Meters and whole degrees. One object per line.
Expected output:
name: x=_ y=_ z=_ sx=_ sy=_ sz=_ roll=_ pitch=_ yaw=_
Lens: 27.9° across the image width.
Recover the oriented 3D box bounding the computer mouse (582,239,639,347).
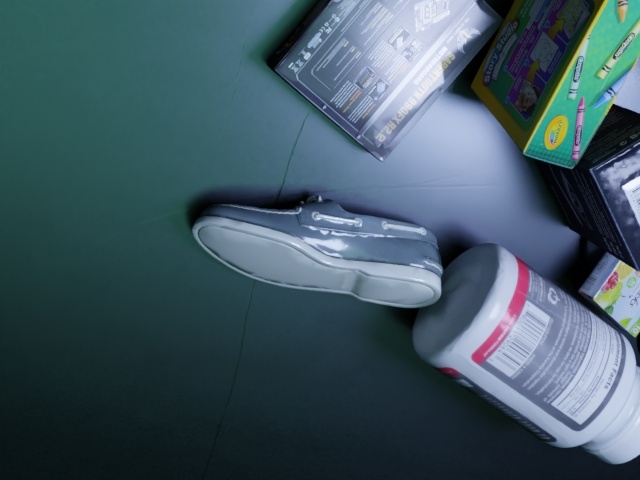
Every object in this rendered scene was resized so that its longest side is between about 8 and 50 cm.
computer mouse: x=0.422 y=0.082 z=1.728 sx=0.071 sy=0.041 sz=0.242 roll=-34 pitch=111 yaw=-1

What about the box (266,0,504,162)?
box: x=0.078 y=-0.239 z=1.548 sx=0.183 sy=0.056 sz=0.231 roll=38 pitch=96 yaw=-21

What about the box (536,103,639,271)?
box: x=0.360 y=-0.074 z=1.578 sx=0.108 sy=0.207 sz=0.153 roll=-31 pitch=112 yaw=-3

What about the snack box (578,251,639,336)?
snack box: x=0.411 y=0.040 z=1.671 sx=0.100 sy=0.037 sz=0.141 roll=38 pitch=86 yaw=-32

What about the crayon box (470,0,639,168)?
crayon box: x=0.292 y=-0.245 z=1.475 sx=0.081 sy=0.165 sz=0.278 roll=12 pitch=119 yaw=-26

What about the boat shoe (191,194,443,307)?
boat shoe: x=0.000 y=0.000 z=1.603 sx=0.319 sy=0.116 sz=0.099 roll=14 pitch=60 yaw=-9

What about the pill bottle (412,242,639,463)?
pill bottle: x=0.289 y=0.156 z=1.651 sx=0.318 sy=0.176 sz=0.176 roll=35 pitch=97 yaw=-19
